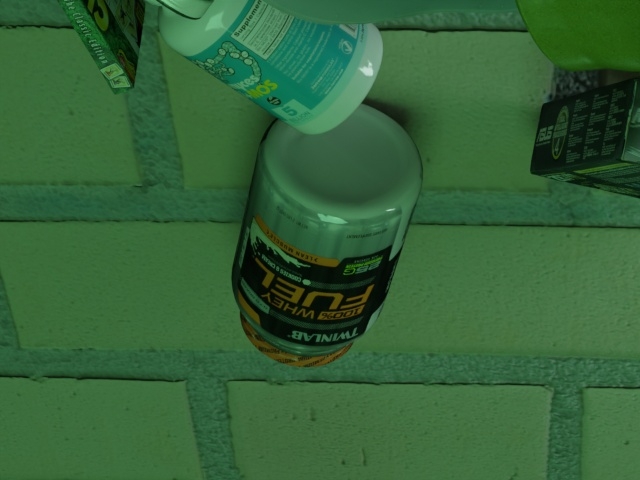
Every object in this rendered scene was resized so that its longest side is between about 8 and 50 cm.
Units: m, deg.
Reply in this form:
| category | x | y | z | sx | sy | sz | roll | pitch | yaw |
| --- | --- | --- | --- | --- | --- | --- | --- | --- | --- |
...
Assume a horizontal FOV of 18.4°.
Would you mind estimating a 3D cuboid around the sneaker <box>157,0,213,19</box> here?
| category | x | y | z | sx | sy | sz | roll | pitch | yaw |
| --- | --- | --- | --- | --- | --- | --- | --- | --- | --- |
| sneaker | -0.176 | -0.368 | 1.912 | 0.295 | 0.124 | 0.178 | 38 | 111 | -16 |

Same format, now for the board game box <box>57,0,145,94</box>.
| category | x | y | z | sx | sy | sz | roll | pitch | yaw |
| --- | --- | --- | --- | --- | --- | --- | --- | --- | --- |
| board game box | -0.251 | -0.289 | 2.069 | 0.030 | 0.136 | 0.260 | -9 | 139 | 18 |

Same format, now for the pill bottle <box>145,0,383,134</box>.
| category | x | y | z | sx | sy | sz | roll | pitch | yaw |
| --- | --- | --- | --- | --- | --- | --- | --- | --- | --- |
| pill bottle | -0.071 | -0.234 | 2.111 | 0.264 | 0.146 | 0.146 | 32 | 133 | -28 |

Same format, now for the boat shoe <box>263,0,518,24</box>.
| category | x | y | z | sx | sy | sz | roll | pitch | yaw |
| --- | --- | --- | --- | --- | --- | --- | --- | --- | --- |
| boat shoe | 0.054 | -0.308 | 1.987 | 0.367 | 0.156 | 0.136 | -5 | 120 | -26 |

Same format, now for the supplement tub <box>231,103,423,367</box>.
| category | x | y | z | sx | sy | sz | roll | pitch | yaw |
| --- | --- | --- | --- | --- | --- | --- | --- | --- | --- |
| supplement tub | 0.000 | 0.000 | 2.346 | 0.193 | 0.194 | 0.316 | 8 | 140 | -5 |

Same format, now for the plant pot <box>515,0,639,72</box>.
| category | x | y | z | sx | sy | sz | roll | pitch | yaw |
| --- | --- | --- | --- | --- | --- | --- | --- | --- | --- |
| plant pot | 0.374 | -0.304 | 1.872 | 0.353 | 0.366 | 0.366 | -7 | 140 | 31 |

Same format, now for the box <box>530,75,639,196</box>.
| category | x | y | z | sx | sy | sz | roll | pitch | yaw |
| --- | --- | --- | --- | --- | --- | --- | --- | --- | --- |
| box | 0.422 | -0.084 | 2.104 | 0.318 | 0.097 | 0.395 | 10 | 179 | -6 |
